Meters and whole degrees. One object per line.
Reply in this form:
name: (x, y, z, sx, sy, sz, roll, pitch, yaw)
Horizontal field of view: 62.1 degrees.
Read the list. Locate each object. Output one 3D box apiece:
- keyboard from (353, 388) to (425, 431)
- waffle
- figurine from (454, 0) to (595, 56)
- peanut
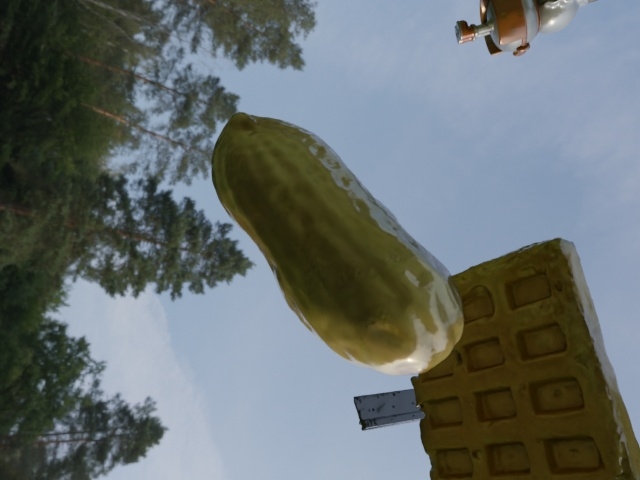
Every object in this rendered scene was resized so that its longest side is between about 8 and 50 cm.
keyboard: (0.174, 0.346, 1.105, 0.023, 0.231, 0.072, -61, -142, 42)
waffle: (0.196, 0.145, 0.572, 0.221, 0.055, 0.247, -27, -118, 43)
figurine: (0.394, -0.422, 1.002, 0.272, 0.143, 0.143, 2, -101, 7)
peanut: (0.000, 0.000, 0.512, 0.319, 0.148, 0.147, 46, -66, 24)
